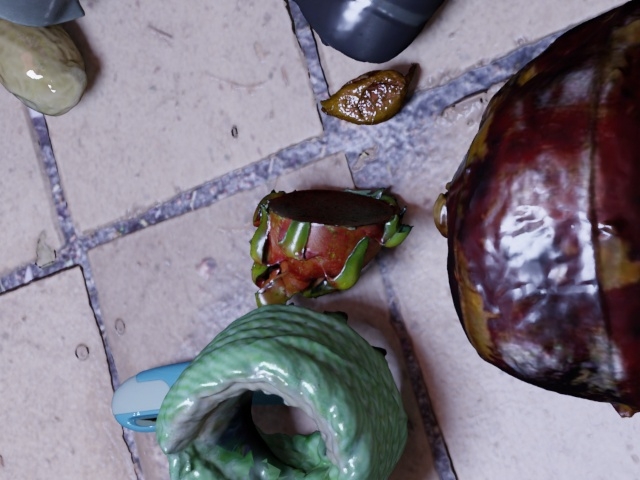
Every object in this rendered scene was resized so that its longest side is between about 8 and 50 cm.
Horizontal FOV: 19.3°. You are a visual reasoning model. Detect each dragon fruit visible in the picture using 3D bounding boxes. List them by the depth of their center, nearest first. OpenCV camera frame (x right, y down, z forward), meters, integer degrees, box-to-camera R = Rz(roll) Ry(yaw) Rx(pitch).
[{"bbox_3d":[0.000,0.000,1.756,0.142,0.138,0.175,62,138,39],"label":"dragon fruit"}]

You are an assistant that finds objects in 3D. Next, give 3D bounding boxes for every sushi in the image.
[{"bbox_3d":[0.046,-0.133,1.763,0.099,0.047,0.050,-13,95,11],"label":"sushi"}]

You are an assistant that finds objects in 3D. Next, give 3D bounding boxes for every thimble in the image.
[{"bbox_3d":[-0.035,0.171,1.718,0.219,0.150,0.219,7,113,17],"label":"thimble"}]

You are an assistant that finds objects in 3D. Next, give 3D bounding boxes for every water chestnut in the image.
[{"bbox_3d":[0.274,-0.023,1.479,0.347,0.335,0.335,0,90,31],"label":"water chestnut"}]

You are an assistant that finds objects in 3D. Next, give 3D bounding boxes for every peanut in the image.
[{"bbox_3d":[-0.322,-0.202,1.932,0.214,0.090,0.099,35,93,25],"label":"peanut"}]

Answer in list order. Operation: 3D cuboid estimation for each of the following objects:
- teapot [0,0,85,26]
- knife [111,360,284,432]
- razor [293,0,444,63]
[{"bbox_3d":[-0.243,-0.402,1.794,0.300,0.253,0.344,37,117,-18],"label":"teapot"},{"bbox_3d":[-0.108,0.148,1.850,0.222,0.031,0.064,-10,81,24],"label":"knife"},{"bbox_3d":[0.085,-0.341,1.704,0.204,0.113,0.349,44,109,24],"label":"razor"}]
